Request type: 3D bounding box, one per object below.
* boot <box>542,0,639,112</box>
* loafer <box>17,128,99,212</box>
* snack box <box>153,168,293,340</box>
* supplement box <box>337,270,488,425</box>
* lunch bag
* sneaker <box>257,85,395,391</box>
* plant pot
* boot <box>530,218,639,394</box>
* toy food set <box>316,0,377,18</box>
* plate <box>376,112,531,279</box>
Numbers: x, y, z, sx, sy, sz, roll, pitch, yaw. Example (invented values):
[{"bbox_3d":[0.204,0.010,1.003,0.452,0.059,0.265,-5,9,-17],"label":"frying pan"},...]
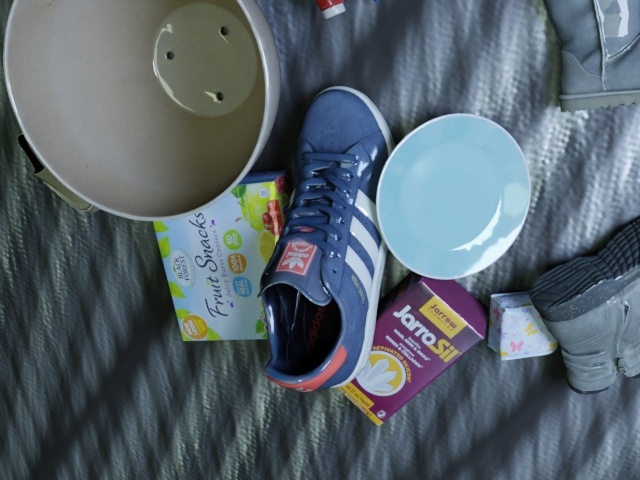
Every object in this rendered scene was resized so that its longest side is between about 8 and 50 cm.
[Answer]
[{"bbox_3d":[0.301,-0.238,0.701,0.190,0.076,0.208,-4,104,27],"label":"boot"},{"bbox_3d":[-0.349,-0.092,0.955,0.056,0.050,0.148,-38,96,25],"label":"loafer"},{"bbox_3d":[-0.109,0.022,0.921,0.175,0.070,0.207,-3,108,18],"label":"snack box"},{"bbox_3d":[0.103,0.125,0.895,0.104,0.081,0.188,42,115,-2],"label":"supplement box"},{"bbox_3d":[0.245,0.099,0.860,0.083,0.053,0.071,-6,110,-9],"label":"lunch bag"},{"bbox_3d":[0.000,0.000,0.800,0.131,0.148,0.350,3,93,30],"label":"sneaker"},{"bbox_3d":[-0.162,-0.184,0.790,0.284,0.191,0.284,5,111,13],"label":"plant pot"},{"bbox_3d":[0.368,0.067,0.809,0.247,0.083,0.161,-28,118,13],"label":"boot"},{"bbox_3d":[0.016,-0.274,0.718,0.111,0.232,0.104,-3,113,53],"label":"toy food set"},{"bbox_3d":[0.148,-0.049,0.813,0.188,0.024,0.188,-4,104,-15],"label":"plate"}]
